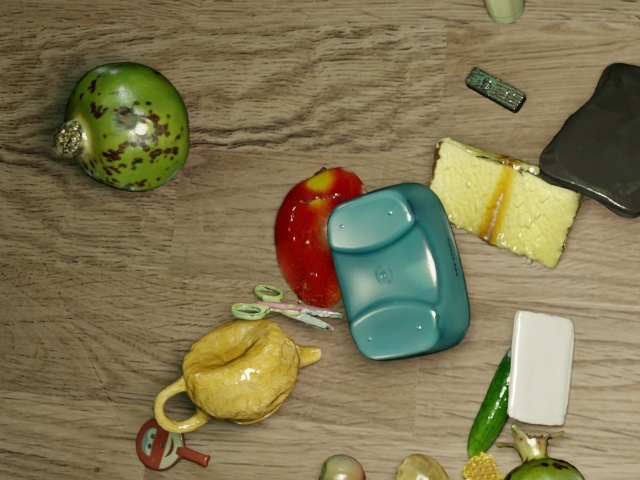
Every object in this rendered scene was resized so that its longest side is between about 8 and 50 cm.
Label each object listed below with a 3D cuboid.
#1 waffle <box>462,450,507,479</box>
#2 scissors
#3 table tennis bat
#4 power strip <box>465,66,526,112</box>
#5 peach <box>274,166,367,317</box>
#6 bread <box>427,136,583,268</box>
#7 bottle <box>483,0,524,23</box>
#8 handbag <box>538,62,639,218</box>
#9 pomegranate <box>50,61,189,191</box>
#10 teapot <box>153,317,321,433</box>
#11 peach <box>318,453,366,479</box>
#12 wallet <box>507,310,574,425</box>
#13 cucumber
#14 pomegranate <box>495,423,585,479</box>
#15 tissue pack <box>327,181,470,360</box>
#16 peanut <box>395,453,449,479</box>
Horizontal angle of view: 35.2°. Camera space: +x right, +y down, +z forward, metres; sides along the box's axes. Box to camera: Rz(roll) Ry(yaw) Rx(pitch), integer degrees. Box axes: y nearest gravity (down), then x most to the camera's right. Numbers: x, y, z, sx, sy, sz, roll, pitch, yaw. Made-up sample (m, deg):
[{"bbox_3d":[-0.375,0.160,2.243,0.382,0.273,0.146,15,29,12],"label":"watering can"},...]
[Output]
[{"bbox_3d":[0.278,0.399,1.686,0.085,0.016,0.078,43,116,6],"label":"waffle"},{"bbox_3d":[-0.055,0.123,1.788,0.187,0.133,0.020,13,115,19],"label":"scissors"},{"bbox_3d":[-0.273,0.384,1.863,0.154,0.019,0.098,15,85,21],"label":"table tennis bat"},{"bbox_3d":[0.311,-0.268,1.798,0.111,0.029,0.038,32,91,19],"label":"power strip"},{"bbox_3d":[-0.001,-0.002,1.825,0.189,0.068,0.279,0,81,18],"label":"peach"},{"bbox_3d":[0.316,-0.089,1.731,0.266,0.178,0.142,22,55,16],"label":"bread"},{"bbox_3d":[0.310,-0.441,1.738,0.072,0.201,0.072,-3,81,16],"label":"bottle"},{"bbox_3d":[0.501,-0.173,1.644,0.191,0.075,0.332,27,56,23],"label":"handbag"},{"bbox_3d":[-0.366,-0.205,1.862,0.254,0.270,0.254,19,118,39],"label":"pomegranate"},{"bbox_3d":[-0.141,0.253,1.771,0.311,0.203,0.167,-28,117,-11],"label":"teapot"},{"bbox_3d":[0.037,0.409,1.734,0.083,0.083,0.083,-3,80,16],"label":"peach"},{"bbox_3d":[0.363,0.211,1.667,0.124,0.032,0.183,11,81,-26],"label":"wallet"},{"bbox_3d":[0.307,0.256,1.695,0.056,0.056,0.250,24,89,19],"label":"cucumber"},{"bbox_3d":[0.354,0.396,1.623,0.148,0.148,0.169,-19,44,12],"label":"pomegranate"},{"bbox_3d":[0.139,0.053,1.699,0.198,0.206,0.287,-17,84,25],"label":"tissue pack"},{"bbox_3d":[0.195,0.464,1.671,0.229,0.098,0.103,62,141,17],"label":"peanut"}]
